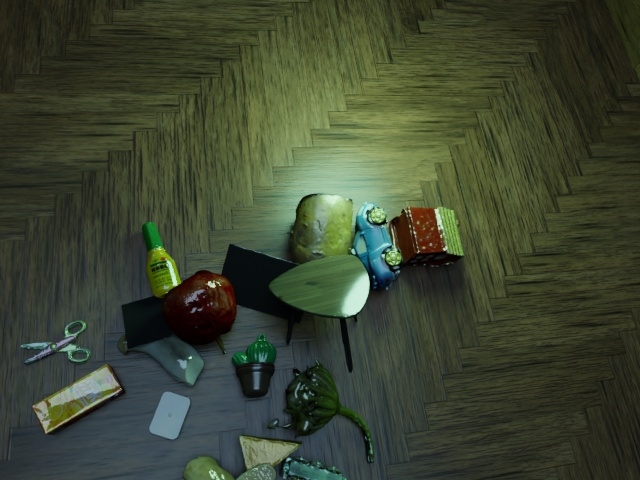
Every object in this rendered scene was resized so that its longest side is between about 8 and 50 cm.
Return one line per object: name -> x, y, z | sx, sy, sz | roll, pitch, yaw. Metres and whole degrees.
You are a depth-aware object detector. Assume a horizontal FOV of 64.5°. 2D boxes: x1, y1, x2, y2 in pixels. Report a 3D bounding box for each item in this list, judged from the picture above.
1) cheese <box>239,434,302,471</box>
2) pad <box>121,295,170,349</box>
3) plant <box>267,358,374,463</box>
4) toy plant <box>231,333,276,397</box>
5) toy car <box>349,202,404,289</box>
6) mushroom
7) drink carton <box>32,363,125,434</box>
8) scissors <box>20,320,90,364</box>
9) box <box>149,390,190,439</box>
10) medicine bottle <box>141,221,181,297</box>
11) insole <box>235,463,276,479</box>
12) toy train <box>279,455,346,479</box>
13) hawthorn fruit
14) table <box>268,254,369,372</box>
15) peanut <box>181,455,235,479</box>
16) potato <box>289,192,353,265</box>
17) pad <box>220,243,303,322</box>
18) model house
cheese -> -0.139, 0.617, 1.498 | 0.171, 0.093, 0.126 | -14, 71, -4
pad -> -0.547, 0.250, 1.584 | 0.127, 0.004, 0.190 | -15, 43, -16
plant -> 0.023, 0.534, 1.600 | 0.333, 0.180, 0.251 | 37, 53, -31
toy plant -> -0.208, 0.389, 1.594 | 0.143, 0.105, 0.200 | -7, 51, 1
toy car -> 0.178, 0.022, 1.772 | 0.166, 0.198, 0.314 | -17, 73, -4
mushroom -> -0.488, 0.340, 1.562 | 0.270, 0.103, 0.118 | 23, 56, 11
drink carton -> -0.699, 0.462, 1.478 | 0.223, 0.071, 0.096 | -29, 75, -20
scissors -> -0.804, 0.325, 1.541 | 0.187, 0.020, 0.133 | -11, 75, -16
box -> -0.451, 0.525, 1.523 | 0.091, 0.031, 0.126 | 18, 65, -4
medicine bottle -> -0.537, 0.061, 1.678 | 0.095, 0.064, 0.260 | -16, 71, -19
insole -> -0.222, 0.695, 1.365 | 0.248, 0.011, 0.081 | -33, 76, -36
toy train -> -0.023, 0.687, 1.491 | 0.194, 0.125, 0.081 | 19, 68, -6
hawthorn fruit -> -0.358, 0.232, 1.579 | 0.230, 0.210, 0.266 | -35, 104, -46
table -> 0.030, 0.244, 1.580 | 0.317, 0.249, 0.317 | -4, 31, 2
peanut -> -0.287, 0.773, 1.391 | 0.174, 0.158, 0.340 | -9, 63, 5
potato -> 0.000, 0.000, 1.740 | 0.229, 0.229, 0.266 | 2, 74, -10
pad -> -0.182, 0.144, 1.681 | 0.299, 0.005, 0.202 | 17, 103, -4
model house -> 0.404, -0.011, 1.842 | 0.254, 0.160, 0.196 | -3, 68, -14
